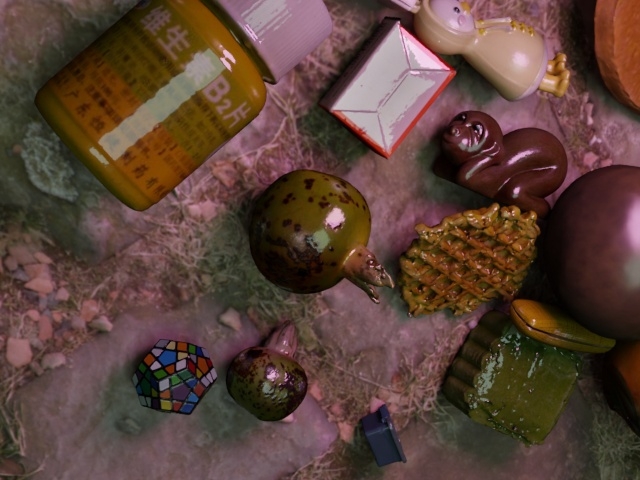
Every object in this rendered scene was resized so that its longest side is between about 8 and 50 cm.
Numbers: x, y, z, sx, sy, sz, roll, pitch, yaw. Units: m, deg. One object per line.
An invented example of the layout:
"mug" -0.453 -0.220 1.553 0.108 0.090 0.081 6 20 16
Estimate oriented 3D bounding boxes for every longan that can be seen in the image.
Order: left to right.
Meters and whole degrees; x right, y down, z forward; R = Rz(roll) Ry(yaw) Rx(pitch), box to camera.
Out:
"longan" 0.507 0.016 1.513 0.300 0.243 0.300 -11 110 -30

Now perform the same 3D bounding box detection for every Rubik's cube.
"Rubik's cube" -0.232 0.218 1.449 0.133 0.133 0.112 -22 137 -11

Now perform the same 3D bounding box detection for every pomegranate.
"pomegranate" -0.084 0.220 1.509 0.138 0.163 0.125 25 136 -8
"pomegranate" 0.005 0.004 1.416 0.246 0.198 0.198 38 92 -8

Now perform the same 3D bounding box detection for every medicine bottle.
"medicine bottle" -0.183 -0.239 1.271 0.384 0.224 0.224 -42 114 -4

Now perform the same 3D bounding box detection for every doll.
"doll" 0.264 -0.316 1.446 0.296 0.141 0.117 27 134 -21

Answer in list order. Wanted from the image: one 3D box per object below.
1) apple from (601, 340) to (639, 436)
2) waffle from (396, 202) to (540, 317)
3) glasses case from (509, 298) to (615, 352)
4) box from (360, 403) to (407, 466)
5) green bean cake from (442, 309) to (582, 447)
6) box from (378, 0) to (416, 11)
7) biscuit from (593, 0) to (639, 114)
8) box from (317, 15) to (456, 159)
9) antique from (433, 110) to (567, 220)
"apple" 0.703 0.268 1.642 0.374 0.374 0.384 -24 106 -10
"waffle" 0.250 0.036 1.541 0.254 0.052 0.245 -9 135 -6
"glasses case" 0.422 0.152 1.580 0.234 0.079 0.064 15 120 -34
"box" 0.111 0.353 1.627 0.054 0.074 0.099 -20 112 3
"green bean cake" 0.351 0.249 1.648 0.214 0.113 0.200 26 94 -20
"box" 0.095 -0.501 1.349 0.203 0.106 0.251 24 96 -24
"biscuit" 0.610 -0.391 1.530 0.365 0.062 0.385 -42 133 -4
"box" 0.103 -0.241 1.434 0.133 0.099 0.182 35 94 -21
"antique" 0.303 -0.135 1.518 0.257 0.121 0.143 17 100 -23
